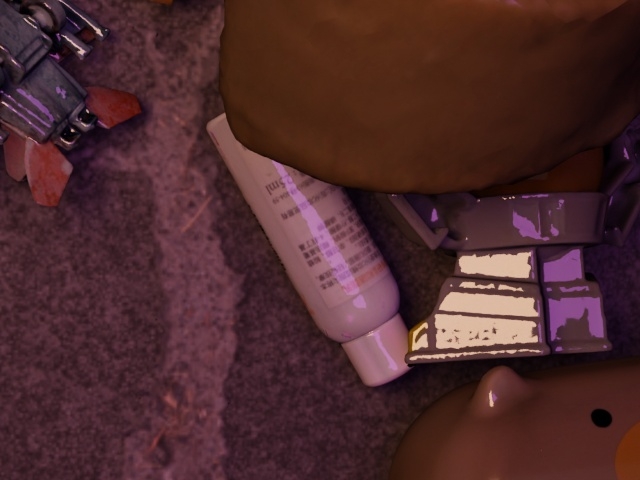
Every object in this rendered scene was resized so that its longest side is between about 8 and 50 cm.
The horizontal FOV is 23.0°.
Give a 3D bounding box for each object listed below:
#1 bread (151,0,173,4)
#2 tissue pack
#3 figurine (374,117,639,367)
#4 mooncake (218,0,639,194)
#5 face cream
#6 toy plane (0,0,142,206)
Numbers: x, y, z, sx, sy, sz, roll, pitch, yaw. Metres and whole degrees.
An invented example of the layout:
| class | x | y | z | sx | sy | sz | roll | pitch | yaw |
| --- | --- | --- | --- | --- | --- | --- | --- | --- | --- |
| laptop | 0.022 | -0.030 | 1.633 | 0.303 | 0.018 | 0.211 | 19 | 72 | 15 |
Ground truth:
| class | x | y | z | sx | sy | sz | roll | pitch | yaw |
| --- | --- | --- | --- | --- | --- | --- | --- | --- | --- |
| bread | -0.113 | -0.376 | 1.254 | 0.179 | 0.194 | 0.340 | 29 | 87 | -12 |
| tissue pack | 0.251 | 0.223 | 1.286 | 0.387 | 0.267 | 0.276 | -5 | 87 | -11 |
| figurine | 0.161 | -0.042 | 1.318 | 0.342 | 0.167 | 0.284 | -1 | 86 | -57 |
| mooncake | 0.091 | -0.245 | 1.197 | 0.393 | 0.246 | 0.394 | -10 | 50 | -20 |
| face cream | 0.000 | 0.000 | 1.330 | 0.082 | 0.082 | 0.269 | -29 | 95 | -12 |
| toy plane | -0.292 | -0.178 | 1.235 | 0.326 | 0.104 | 0.223 | 48 | 47 | -14 |
